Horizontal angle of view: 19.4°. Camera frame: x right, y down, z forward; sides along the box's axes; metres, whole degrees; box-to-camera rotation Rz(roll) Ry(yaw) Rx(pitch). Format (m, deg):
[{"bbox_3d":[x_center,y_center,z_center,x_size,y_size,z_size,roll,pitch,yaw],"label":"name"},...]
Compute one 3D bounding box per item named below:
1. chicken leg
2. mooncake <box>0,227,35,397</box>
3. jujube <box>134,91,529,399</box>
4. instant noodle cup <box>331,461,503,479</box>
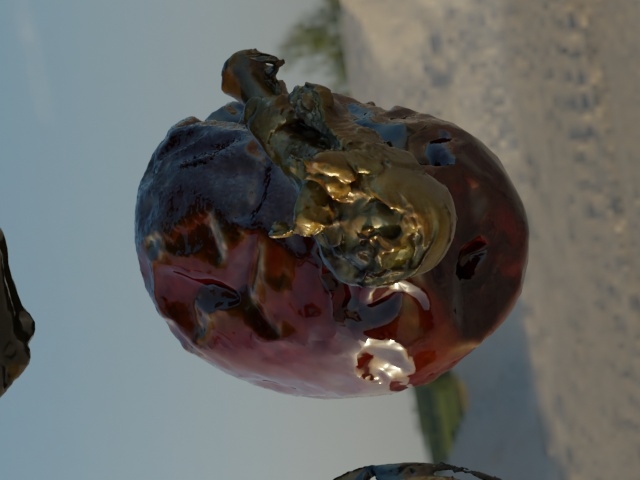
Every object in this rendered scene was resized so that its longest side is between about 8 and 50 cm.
[{"bbox_3d":[-0.004,-0.048,1.147,0.207,0.101,0.085,46,128,32],"label":"chicken leg"},{"bbox_3d":[-0.305,0.045,1.206,0.228,0.228,0.124,-96,-3,-65],"label":"mooncake"},{"bbox_3d":[-0.002,0.001,1.639,0.377,0.276,0.276,1,104,49],"label":"jujube"},{"bbox_3d":[0.065,0.267,1.225,0.230,0.230,0.182,79,-168,-47],"label":"instant noodle cup"}]
